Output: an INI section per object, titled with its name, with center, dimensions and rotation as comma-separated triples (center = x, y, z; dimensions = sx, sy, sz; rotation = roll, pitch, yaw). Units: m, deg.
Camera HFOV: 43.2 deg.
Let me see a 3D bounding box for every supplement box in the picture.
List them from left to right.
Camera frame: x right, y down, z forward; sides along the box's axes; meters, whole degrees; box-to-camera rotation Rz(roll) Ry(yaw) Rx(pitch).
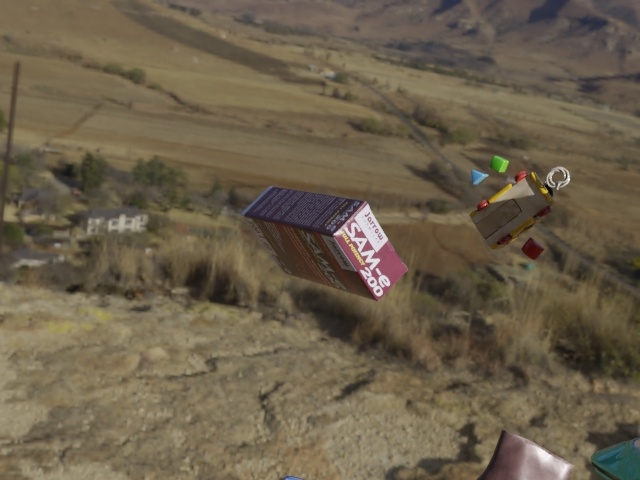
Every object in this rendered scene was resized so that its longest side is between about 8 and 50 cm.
[supplement box]
center = 0.000, 0.000, 1.165
dimensions = 0.073, 0.130, 0.239
rotation = -46, 31, -21

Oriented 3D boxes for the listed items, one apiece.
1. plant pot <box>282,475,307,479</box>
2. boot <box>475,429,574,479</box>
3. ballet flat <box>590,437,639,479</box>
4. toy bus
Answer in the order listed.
[plant pot]
center = 0.038, 0.562, 1.405
dimensions = 0.236, 0.235, 0.212
rotation = 13, -13, 25
[boot]
center = 0.323, 0.417, 1.164
dimensions = 0.249, 0.206, 0.090
rotation = 31, -12, 1
[ballet flat]
center = 0.354, 0.214, 0.742
dimensions = 0.083, 0.087, 0.247
rotation = 3, 7, -25
[toy bus]
center = 0.410, -0.069, 1.653
dimensions = 0.202, 0.190, 0.104
rotation = 15, 12, 33
